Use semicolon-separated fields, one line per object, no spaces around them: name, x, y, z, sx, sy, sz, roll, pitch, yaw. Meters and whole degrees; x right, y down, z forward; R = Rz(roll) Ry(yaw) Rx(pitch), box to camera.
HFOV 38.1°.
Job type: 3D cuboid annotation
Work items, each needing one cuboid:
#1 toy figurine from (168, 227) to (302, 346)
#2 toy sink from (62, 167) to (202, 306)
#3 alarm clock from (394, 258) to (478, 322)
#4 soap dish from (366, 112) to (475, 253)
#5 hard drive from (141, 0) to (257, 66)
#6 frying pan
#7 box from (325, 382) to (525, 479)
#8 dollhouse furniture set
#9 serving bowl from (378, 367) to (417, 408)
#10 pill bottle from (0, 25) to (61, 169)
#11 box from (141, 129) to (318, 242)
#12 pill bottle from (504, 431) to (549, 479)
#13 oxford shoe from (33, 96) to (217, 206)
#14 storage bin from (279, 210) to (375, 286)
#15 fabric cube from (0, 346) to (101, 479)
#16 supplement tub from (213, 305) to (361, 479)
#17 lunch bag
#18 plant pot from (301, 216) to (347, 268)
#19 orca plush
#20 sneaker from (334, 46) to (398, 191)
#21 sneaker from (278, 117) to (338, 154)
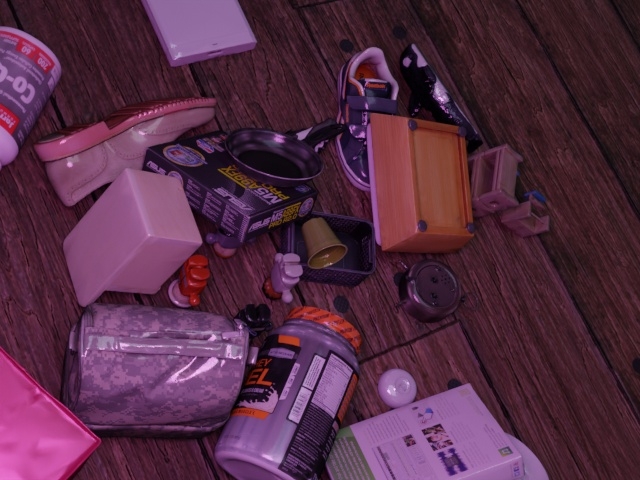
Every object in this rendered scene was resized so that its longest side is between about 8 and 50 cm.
toy figurine;-0.159;0.079;1.765;0.213;0.148;0.209;36;54;-1
toy sink;-0.343;0.005;1.691;0.131;0.234;0.152;10;47;-46
alarm clock;0.252;0.109;1.958;0.192;0.064;0.129;16;63;-18
soap dish;0.215;-0.121;1.947;0.229;0.118;0.290;3;79;-42
hard drive;-0.291;-0.537;2.029;0.203;0.040;0.307;-19;77;-27
frying pan;-0.077;-0.189;1.849;0.197;0.053;0.326;21;29;4
box;0.172;0.390;1.673;0.322;0.232;0.058;-17;118;-8
dollhouse furniture set;0.415;-0.103;2.092;0.184;0.129;0.129;32;57;-34
serving bowl;0.159;0.295;1.858;0.083;0.027;0.083;8;66;-19
pill bottle;-0.608;-0.239;1.706;0.161;0.161;0.283;24;61;-10
box;-0.172;-0.112;1.779;0.270;0.060;0.216;34;32;25
pill bottle;0.239;0.517;1.691;0.363;0.210;0.210;-33;83;-29
oxford shoe;-0.365;-0.187;1.823;0.397;0.140;0.146;-26;110;-33
storage bin;0.014;0.017;1.887;0.180;0.084;0.122;9;65;-19
fabric cube;-0.533;0.338;1.435;0.259;0.258;0.254;44;61;1
supplement tub;-0.048;0.290;1.684;0.194;0.193;0.316;29;60;-8
lunch bag;-0.281;0.215;1.582;0.305;0.256;0.212;6;67;-17
plant pot;0.000;0.000;1.802;0.083;0.083;0.079;-10;60;-25
orca plush;0.256;-0.312;2.143;0.287;0.102;0.151;53;15;-6
sneaker;0.102;-0.273;2.024;0.126;0.127;0.321;1;69;-23
sneaker;-0.056;-0.203;1.956;0.106;0.078;0.234;44;62;-2
